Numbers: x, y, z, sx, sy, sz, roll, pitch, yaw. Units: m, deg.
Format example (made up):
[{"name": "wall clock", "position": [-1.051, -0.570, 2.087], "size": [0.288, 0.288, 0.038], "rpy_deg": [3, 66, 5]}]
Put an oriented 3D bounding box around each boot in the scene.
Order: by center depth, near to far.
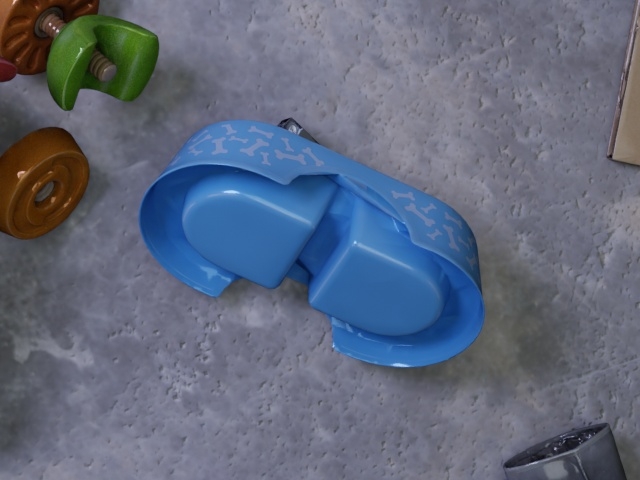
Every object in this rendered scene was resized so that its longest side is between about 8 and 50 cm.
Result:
[{"name": "boot", "position": [0.279, 0.262, 1.415], "size": [0.190, 0.076, 0.208], "rpy_deg": [-18, 87, -11]}]

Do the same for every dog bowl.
[{"name": "dog bowl", "position": [0.000, 0.000, 1.317], "size": [0.297, 0.166, 0.074], "rpy_deg": [24, 48, -8]}]

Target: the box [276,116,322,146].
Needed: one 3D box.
[{"name": "box", "position": [-0.005, -0.069, 1.357], "size": [0.083, 0.067, 0.018], "rpy_deg": [44, 85, -7]}]

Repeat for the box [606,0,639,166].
[{"name": "box", "position": [0.369, -0.132, 1.441], "size": [0.201, 0.021, 0.164], "rpy_deg": [11, 89, -10]}]

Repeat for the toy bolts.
[{"name": "toy bolts", "position": [-0.281, -0.123, 1.268], "size": [0.158, 0.228, 0.218], "rpy_deg": [38, 116, 25]}]
